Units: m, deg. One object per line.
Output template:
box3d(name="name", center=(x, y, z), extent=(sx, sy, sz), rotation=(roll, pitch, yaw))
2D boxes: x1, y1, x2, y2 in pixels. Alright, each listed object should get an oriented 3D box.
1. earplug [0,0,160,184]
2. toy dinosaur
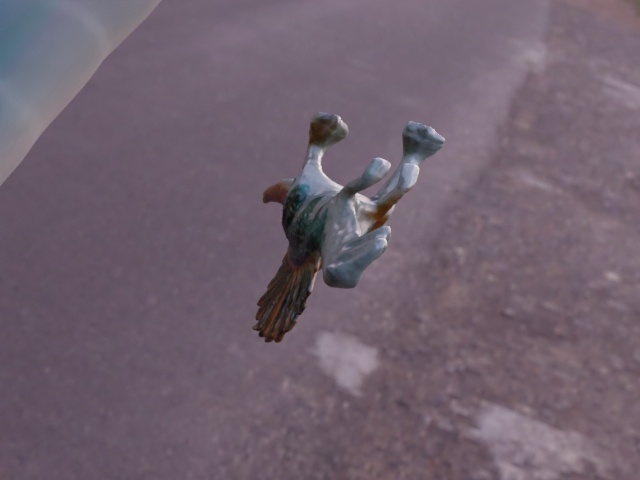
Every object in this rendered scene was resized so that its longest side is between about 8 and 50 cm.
box3d(name="earplug", center=(-0.175, -0.056, 0.524), extent=(0.185, 0.324, 0.185), rotation=(38, -3, 2))
box3d(name="toy dinosaur", center=(-0.003, -0.002, 0.701), extent=(0.044, 0.106, 0.187), rotation=(33, -27, -22))
